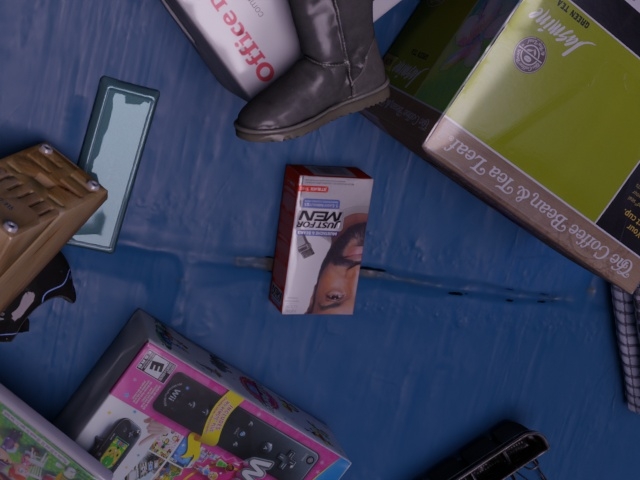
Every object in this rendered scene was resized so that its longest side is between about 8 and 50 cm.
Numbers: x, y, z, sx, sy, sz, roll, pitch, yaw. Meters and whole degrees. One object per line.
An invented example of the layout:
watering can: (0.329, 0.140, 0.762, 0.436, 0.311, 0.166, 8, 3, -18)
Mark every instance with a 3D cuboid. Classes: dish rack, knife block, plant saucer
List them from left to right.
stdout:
knife block: (-0.355, 0.040, 1.204, 0.088, 0.275, 0.242, 39, 115, 4)
plant saucer: (-0.230, -0.078, 1.311, 0.067, 0.018, 0.192, 13, 104, -23)
dish rack: (0.239, 0.385, 1.610, 0.208, 0.074, 0.271, -32, 116, -6)

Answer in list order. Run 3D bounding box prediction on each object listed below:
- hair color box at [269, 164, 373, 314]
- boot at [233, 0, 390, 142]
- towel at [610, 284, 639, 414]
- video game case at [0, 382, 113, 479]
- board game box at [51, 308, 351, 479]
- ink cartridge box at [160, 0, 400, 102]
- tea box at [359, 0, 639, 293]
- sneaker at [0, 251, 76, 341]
hair color box: (0.000, 0.000, 1.402, 0.093, 0.053, 0.167, 1, 109, -21)
boot: (-0.018, -0.216, 1.165, 0.189, 0.076, 0.208, -27, 126, -26)
towel: (0.533, 0.103, 1.593, 0.283, 0.121, 0.235, -21, 115, -12)
video game case: (-0.358, 0.252, 1.300, 0.212, 0.023, 0.193, 39, 112, -4)
board game box: (-0.151, 0.257, 1.412, 0.303, 0.097, 0.224, 35, 95, -27)
ink cartridge box: (-0.022, -0.317, 1.242, 0.306, 0.131, 0.226, -40, 117, -5)
tea box: (0.277, -0.175, 1.349, 0.329, 0.220, 0.323, 33, 94, -26)
sneaker: (-0.371, 0.079, 1.278, 0.232, 0.081, 0.090, -29, 108, -10)
